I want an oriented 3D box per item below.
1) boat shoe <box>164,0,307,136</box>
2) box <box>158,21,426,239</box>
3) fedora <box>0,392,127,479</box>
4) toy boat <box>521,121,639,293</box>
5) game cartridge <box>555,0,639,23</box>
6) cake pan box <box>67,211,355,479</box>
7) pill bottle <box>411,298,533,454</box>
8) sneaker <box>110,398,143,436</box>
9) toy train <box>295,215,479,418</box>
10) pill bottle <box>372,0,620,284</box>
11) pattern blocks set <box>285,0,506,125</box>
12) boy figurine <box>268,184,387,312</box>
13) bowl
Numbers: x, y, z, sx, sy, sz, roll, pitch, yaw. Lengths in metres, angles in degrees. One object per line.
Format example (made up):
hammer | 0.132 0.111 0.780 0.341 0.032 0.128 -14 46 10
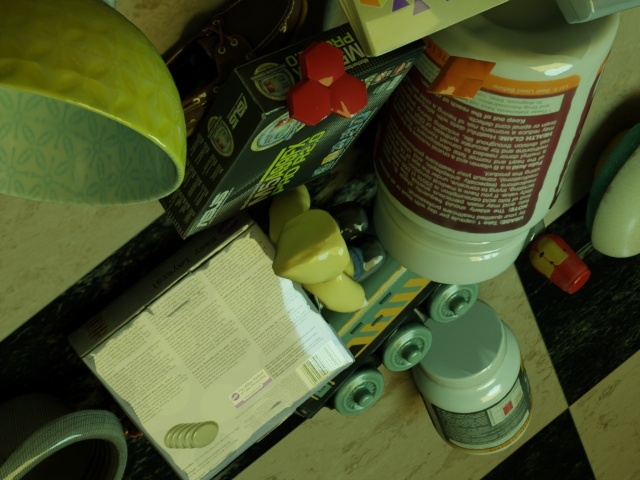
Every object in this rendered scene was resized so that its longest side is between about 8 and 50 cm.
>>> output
boat shoe | -0.101 -0.181 1.717 0.207 0.073 0.073 -46 154 9
box | -0.034 -0.121 1.802 0.216 0.060 0.270 -26 166 -33
fedora | -0.354 0.282 2.001 0.275 0.124 0.244 -55 151 8
toy boat | 0.398 -0.059 2.434 0.318 0.148 0.267 -36 157 -24
game cartridge | 0.275 -0.374 1.725 0.196 0.294 0.060 -19 -172 -30
cake pan box | -0.119 0.123 2.014 0.267 0.070 0.246 -39 124 -4
pill bottle | 0.220 0.196 2.527 0.162 0.162 0.278 -37 151 -7
sneaker | -0.160 0.155 2.120 0.225 0.088 0.093 -37 169 -4
toy train | 0.057 0.089 2.225 0.334 0.142 0.190 -45 141 8
pill bottle | 0.181 -0.141 1.945 0.224 0.224 0.392 -25 149 -27
pattern blocks set | 0.088 -0.269 1.680 0.325 0.026 0.285 -16 100 -21
boy figurine | 0.000 0.000 1.970 0.092 0.177 0.285 -29 174 8
bowl | -0.245 -0.150 1.471 0.289 0.289 0.156 42 54 -61
